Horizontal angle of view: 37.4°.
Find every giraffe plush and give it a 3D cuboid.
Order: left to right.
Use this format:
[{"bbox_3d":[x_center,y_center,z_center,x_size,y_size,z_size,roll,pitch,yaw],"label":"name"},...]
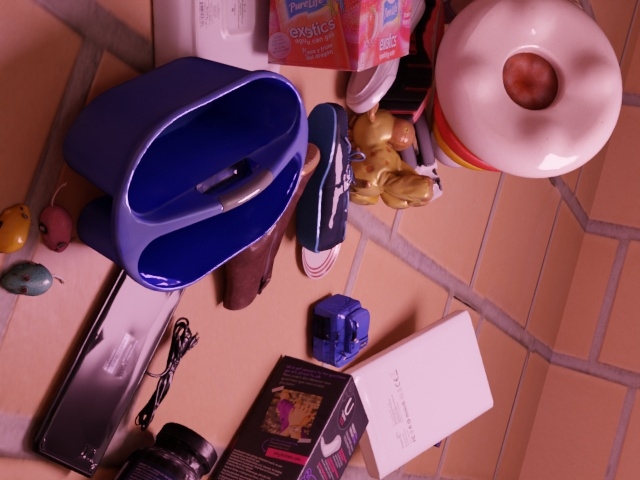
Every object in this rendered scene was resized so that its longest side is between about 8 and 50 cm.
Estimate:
[{"bbox_3d":[0.109,-0.159,1.722,0.210,0.181,0.171,10,81,-27],"label":"giraffe plush"}]

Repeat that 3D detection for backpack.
[{"bbox_3d":[0.036,0.176,1.754,0.098,0.101,0.120,-18,121,-50],"label":"backpack"}]

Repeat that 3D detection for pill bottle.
[{"bbox_3d":[-0.239,0.367,1.311,0.219,0.122,0.123,-55,145,-34],"label":"pill bottle"}]

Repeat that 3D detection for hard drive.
[{"bbox_3d":[0.211,0.319,2.004,0.353,0.047,0.233,-23,102,-35],"label":"hard drive"}]

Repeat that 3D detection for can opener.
[{"bbox_3d":[0.195,-0.184,1.940,0.280,0.074,0.093,70,7,-47],"label":"can opener"}]

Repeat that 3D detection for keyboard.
[{"bbox_3d":[-0.260,0.167,1.288,0.201,0.033,0.317,49,60,-49],"label":"keyboard"}]

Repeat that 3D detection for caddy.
[{"bbox_3d":[-0.151,-0.085,1.181,0.341,0.179,0.241,-36,137,-40],"label":"caddy"}]

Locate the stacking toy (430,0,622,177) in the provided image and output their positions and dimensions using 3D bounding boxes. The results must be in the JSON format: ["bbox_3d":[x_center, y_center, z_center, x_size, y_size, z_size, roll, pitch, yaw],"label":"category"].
[{"bbox_3d":[0.337,-0.252,1.867,0.480,0.350,0.351,140,-29,-76],"label":"stacking toy"}]

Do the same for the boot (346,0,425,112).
[{"bbox_3d":[0.086,-0.361,1.655,0.123,0.095,0.258,37,70,-40],"label":"boot"}]

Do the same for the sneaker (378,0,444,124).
[{"bbox_3d":[0.189,-0.355,1.796,0.136,0.115,0.314,1,101,-65],"label":"sneaker"}]

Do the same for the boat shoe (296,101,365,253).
[{"bbox_3d":[0.012,-0.110,1.595,0.089,0.109,0.258,-10,122,-36],"label":"boat shoe"}]

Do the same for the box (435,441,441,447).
[{"bbox_3d":[0.223,0.364,2.155,0.207,0.108,0.153,49,58,-56],"label":"box"}]

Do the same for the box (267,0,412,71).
[{"bbox_3d":[0.039,-0.352,1.443,0.300,0.142,0.154,-38,133,-66],"label":"box"}]

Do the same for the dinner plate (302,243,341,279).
[{"bbox_3d":[0.000,0.000,1.701,0.141,0.017,0.141,-30,126,-53],"label":"dinner plate"}]

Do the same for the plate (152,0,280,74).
[{"bbox_3d":[-0.128,-0.323,1.311,0.278,0.045,0.277,-28,126,-54],"label":"plate"}]

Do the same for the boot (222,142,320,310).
[{"bbox_3d":[-0.085,-0.029,1.497,0.248,0.090,0.207,-46,151,-45],"label":"boot"}]

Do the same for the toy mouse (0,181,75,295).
[{"bbox_3d":[-0.324,0.014,1.107,0.161,0.031,0.143,-60,147,-29],"label":"toy mouse"}]

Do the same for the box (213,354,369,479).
[{"bbox_3d":[-0.045,0.363,1.635,0.270,0.143,0.165,-58,148,-32],"label":"box"}]

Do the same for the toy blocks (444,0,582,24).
[{"bbox_3d":[0.312,-0.524,1.884,0.308,0.260,0.289,17,56,-38],"label":"toy blocks"}]
